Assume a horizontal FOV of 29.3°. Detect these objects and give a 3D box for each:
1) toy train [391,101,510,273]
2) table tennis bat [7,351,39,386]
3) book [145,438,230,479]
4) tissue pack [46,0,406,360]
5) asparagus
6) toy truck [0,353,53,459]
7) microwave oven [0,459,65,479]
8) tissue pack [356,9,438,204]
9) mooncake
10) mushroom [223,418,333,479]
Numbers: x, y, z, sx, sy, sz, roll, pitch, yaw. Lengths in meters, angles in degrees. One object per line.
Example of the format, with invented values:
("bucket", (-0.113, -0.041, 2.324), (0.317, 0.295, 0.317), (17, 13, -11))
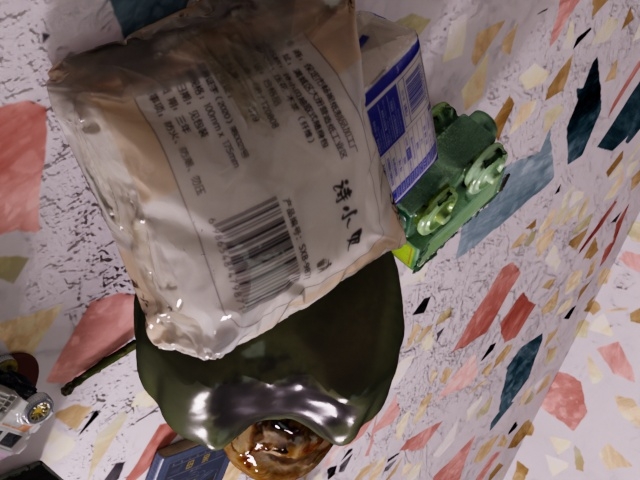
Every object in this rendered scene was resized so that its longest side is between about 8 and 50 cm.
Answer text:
("toy train", (0.178, -0.089, 1.930), (0.272, 0.159, 0.188), (-42, 160, -22))
("table tennis bat", (-0.388, 0.202, 1.496), (0.098, 0.019, 0.154), (-20, 135, -47))
("book", (-0.233, 0.425, 1.991), (0.191, 0.025, 0.269), (-13, 132, -52))
("tissue pack", (-0.082, -0.089, 1.374), (0.390, 0.195, 0.375), (-27, 114, -29))
("asparagus", (-0.292, 0.168, 1.612), (0.127, 0.018, 0.015), (-35, 112, -34))
("toy truck", (-0.403, 0.171, 1.341), (0.114, 0.098, 0.227), (-51, 147, -1))
("microwave oven", (-0.415, 0.435, 1.508), (0.295, 0.181, 0.237), (-8, 129, -63))
("tissue pack", (0.047, -0.154, 1.664), (0.209, 0.137, 0.269), (-45, 148, -17))
("mooncake", (-0.067, 0.102, 1.561), (0.351, 0.351, 0.187), (-40, 160, -26))
("mushroom", (-0.064, 0.244, 1.867), (0.263, 0.195, 0.283), (-68, 168, 8))
